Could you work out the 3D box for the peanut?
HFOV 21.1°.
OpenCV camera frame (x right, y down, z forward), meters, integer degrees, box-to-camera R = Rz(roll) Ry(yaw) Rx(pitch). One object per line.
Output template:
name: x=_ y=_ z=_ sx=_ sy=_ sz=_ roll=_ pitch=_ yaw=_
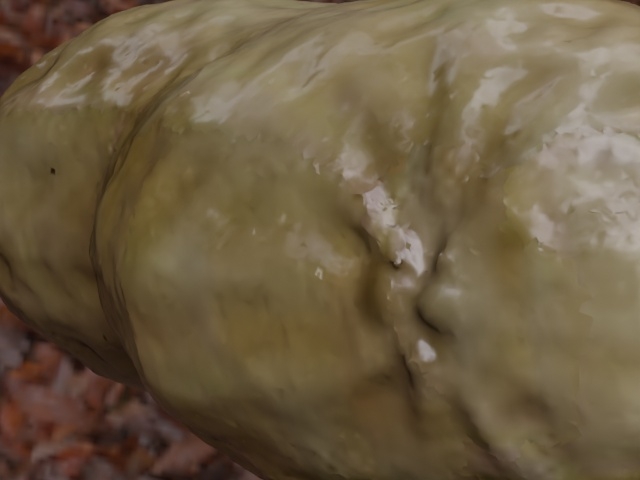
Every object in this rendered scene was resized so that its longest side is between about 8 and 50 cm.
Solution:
peanut: x=0.000 y=0.000 z=0.600 sx=0.192 sy=0.170 sz=0.387 roll=-20 pitch=17 yaw=-32
